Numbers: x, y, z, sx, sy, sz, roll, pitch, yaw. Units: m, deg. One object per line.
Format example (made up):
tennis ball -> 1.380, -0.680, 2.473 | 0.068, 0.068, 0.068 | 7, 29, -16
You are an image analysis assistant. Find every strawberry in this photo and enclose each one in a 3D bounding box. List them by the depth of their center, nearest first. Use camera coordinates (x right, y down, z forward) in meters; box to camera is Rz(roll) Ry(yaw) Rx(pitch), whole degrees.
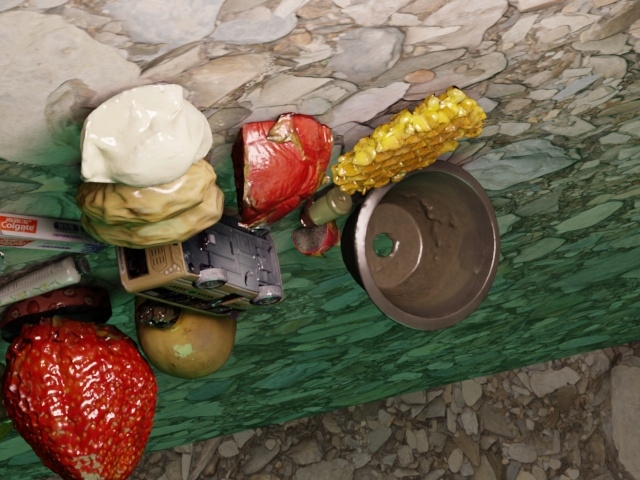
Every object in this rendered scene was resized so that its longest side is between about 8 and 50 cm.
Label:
strawberry -> -0.395, 0.272, 2.012 | 0.250, 0.288, 0.238 | -10, 164, -2

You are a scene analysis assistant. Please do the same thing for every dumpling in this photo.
dumpling -> -0.201, -0.132, 1.439 | 0.169, 0.100, 0.134 | 2, 127, -18

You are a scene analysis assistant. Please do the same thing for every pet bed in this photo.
pet bed -> -0.452, 0.131, 2.087 | 0.201, 0.053, 0.201 | -13, 163, -4

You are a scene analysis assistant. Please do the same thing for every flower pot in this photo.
flower pot -> 0.136, 0.006, 1.945 | 0.269, 0.269, 0.166 | -6, -176, -28

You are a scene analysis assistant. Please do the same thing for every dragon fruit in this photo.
dragon fruit -> -0.041, -0.096, 1.618 | 0.161, 0.127, 0.120 | -13, 174, -15
dragon fruit -> 0.000, 0.000, 2.051 | 0.083, 0.060, 0.056 | -27, 156, 28

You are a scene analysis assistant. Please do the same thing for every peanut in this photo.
peanut -> -0.226, -0.053, 1.604 | 0.197, 0.110, 0.233 | -9, 162, -3

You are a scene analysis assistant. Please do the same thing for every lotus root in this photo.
lotus root -> -0.239, 0.135, 2.062 | 0.183, 0.182, 0.310 | -17, 161, 5

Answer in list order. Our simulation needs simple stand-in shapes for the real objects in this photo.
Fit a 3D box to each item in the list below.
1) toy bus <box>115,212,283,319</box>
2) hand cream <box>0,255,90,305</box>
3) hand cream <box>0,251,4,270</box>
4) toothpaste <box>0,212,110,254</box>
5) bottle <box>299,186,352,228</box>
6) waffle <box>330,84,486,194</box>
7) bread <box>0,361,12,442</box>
toy bus -> -0.180, 0.034, 1.873 | 0.157, 0.139, 0.289 | -19, 162, 24
hand cream -> -0.451, 0.070, 1.907 | 0.195, 0.042, 0.067 | -20, -157, 15
hand cream -> -0.501, 0.041, 1.739 | 0.111, 0.070, 0.312 | 31, 153, -3
toothpaste -> -0.389, -0.008, 1.729 | 0.047, 0.040, 0.196 | -30, 157, 34
bottle -> 0.002, -0.049, 1.930 | 0.063, 0.047, 0.101 | 37, 142, -22
waffle -> 0.121, -0.133, 1.698 | 0.232, 0.051, 0.229 | -28, 170, 9
bread -> -0.663, 0.299, 2.192 | 0.196, 0.238, 0.252 | -49, 175, -31
